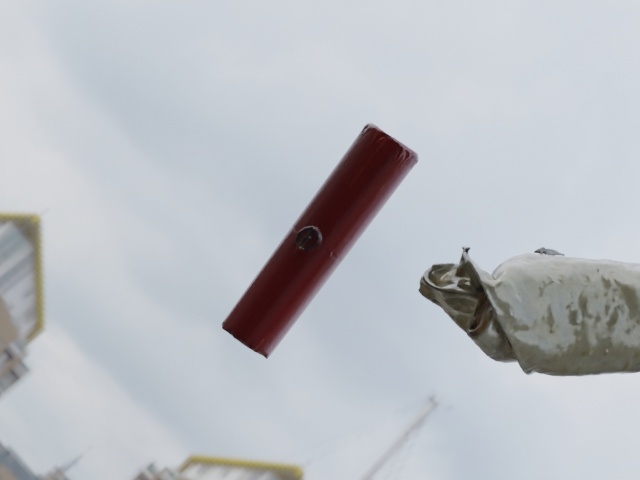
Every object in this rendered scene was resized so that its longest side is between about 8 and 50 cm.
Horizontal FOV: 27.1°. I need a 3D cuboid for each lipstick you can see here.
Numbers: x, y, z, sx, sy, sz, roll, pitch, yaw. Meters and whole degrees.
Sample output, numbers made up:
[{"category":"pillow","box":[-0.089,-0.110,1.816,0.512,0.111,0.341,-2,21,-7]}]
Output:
[{"category":"lipstick","box":[-0.001,-0.001,1.449,0.073,0.280,0.073,36,0,0]}]

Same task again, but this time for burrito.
[{"category":"burrito","box":[0.158,0.038,0.697,0.087,0.226,0.060,-151,-113,-64]}]
